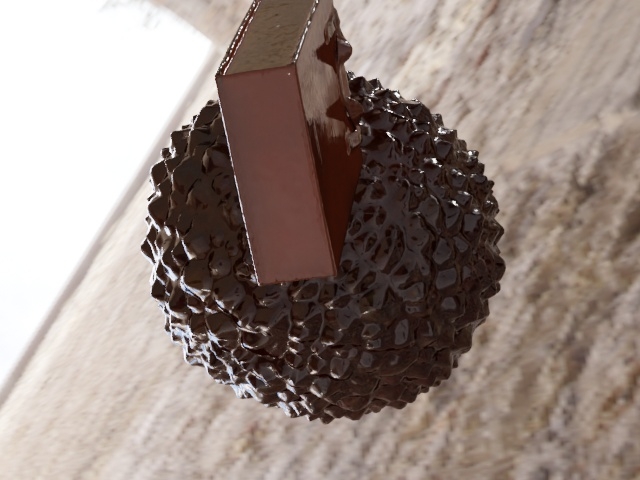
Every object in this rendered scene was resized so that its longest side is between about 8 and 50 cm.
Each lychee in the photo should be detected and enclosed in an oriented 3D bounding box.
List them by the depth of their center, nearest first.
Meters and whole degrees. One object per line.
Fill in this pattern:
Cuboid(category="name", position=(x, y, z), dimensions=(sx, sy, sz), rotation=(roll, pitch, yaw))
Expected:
Cuboid(category="lychee", position=(0.000, 0.000, 1.335), dimensions=(0.264, 0.300, 0.264), rotation=(-4, -68, -10))

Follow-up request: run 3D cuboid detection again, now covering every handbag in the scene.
Cuboid(category="handbag", position=(-0.014, -0.069, 1.063), dimensions=(0.063, 0.190, 0.127), rotation=(-8, -69, 9))
